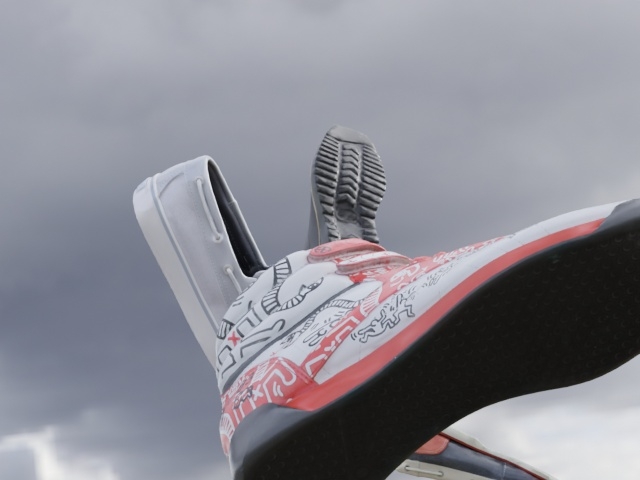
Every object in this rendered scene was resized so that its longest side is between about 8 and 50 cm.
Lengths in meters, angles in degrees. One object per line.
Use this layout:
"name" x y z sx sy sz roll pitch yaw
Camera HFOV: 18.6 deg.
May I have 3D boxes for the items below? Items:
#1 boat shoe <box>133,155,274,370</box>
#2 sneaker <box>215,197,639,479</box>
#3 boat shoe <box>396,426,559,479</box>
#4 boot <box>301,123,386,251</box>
"boat shoe" -0.047 0.033 1.221 0.063 0.184 0.066 -29 -4 18
"sneaker" 0.062 0.029 1.004 0.270 0.145 0.090 -32 -58 9
"boat shoe" 0.119 0.163 1.318 0.137 0.043 0.049 25 -7 5
"boot" 0.000 0.000 1.869 0.077 0.198 0.137 18 -40 -17
